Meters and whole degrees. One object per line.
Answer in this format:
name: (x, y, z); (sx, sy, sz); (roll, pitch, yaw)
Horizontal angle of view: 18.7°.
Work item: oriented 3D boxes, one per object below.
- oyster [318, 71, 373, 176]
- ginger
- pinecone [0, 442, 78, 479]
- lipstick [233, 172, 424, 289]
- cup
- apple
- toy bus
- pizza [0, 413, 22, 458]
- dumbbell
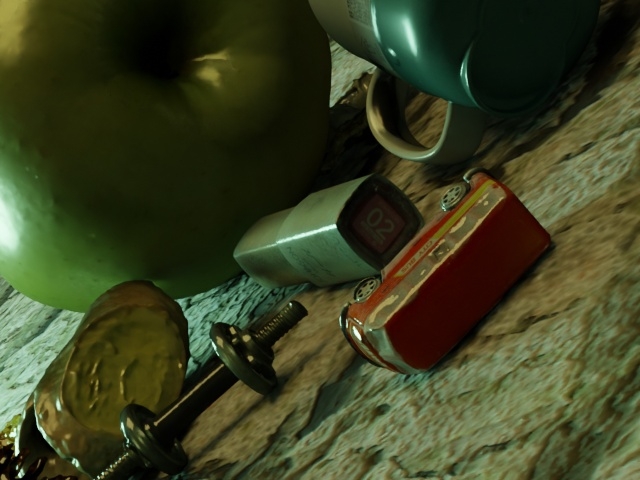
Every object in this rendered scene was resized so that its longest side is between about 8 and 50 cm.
oyster: (0.036, -0.141, 2.199); (0.165, 0.053, 0.108); (-39, 32, -7)
ginger: (-0.215, 0.157, 1.915); (0.276, 0.130, 0.221); (-55, 7, -33)
pinecone: (-0.280, 0.259, 1.740); (0.173, 0.173, 0.173); (-41, 15, 13)
lipstick: (0.000, 0.000, 1.850); (0.077, 0.079, 0.253); (-52, 15, -23)
cup: (0.122, -0.216, 1.846); (0.257, 0.219, 0.290); (37, 116, 56)
apple: (-0.214, -0.137, 2.123); (0.473, 0.473, 0.473); (-41, 15, 13)
toy bus: (0.098, 0.031, 1.507); (0.174, 0.079, 0.077); (-46, 24, -6)
pizza: (-0.335, 0.237, 2.136); (0.197, 0.058, 0.292); (-43, 14, 2)
dumbbell: (-0.110, 0.142, 1.743); (0.254, 0.081, 0.081); (-42, 14, 8)
